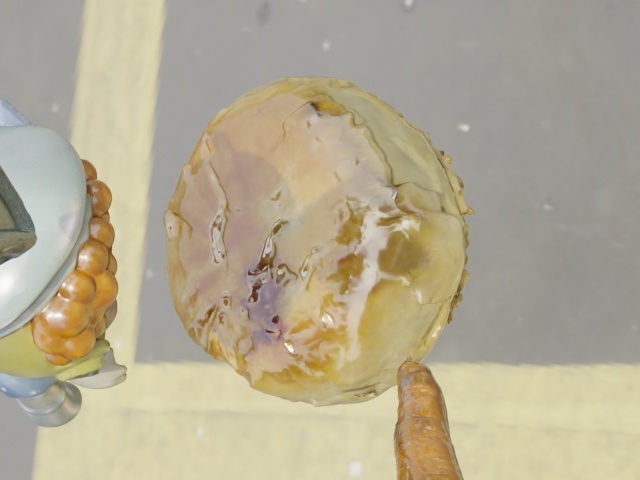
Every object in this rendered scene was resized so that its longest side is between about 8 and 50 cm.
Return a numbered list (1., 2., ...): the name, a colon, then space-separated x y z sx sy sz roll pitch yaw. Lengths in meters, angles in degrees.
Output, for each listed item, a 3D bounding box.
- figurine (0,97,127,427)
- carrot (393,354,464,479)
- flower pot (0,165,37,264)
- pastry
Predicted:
1. figurine: -0.274 0.075 1.413 0.381 0.205 0.224 90 163 -48
2. carrot: 0.078 0.169 1.129 0.248 0.059 0.059 -94 29 -56
3. flower pot: -0.246 0.010 0.878 0.108 0.103 0.229 -32 8 12
4. pastry: 0.000 0.000 1.900 0.410 0.245 0.409 -2 86 33
